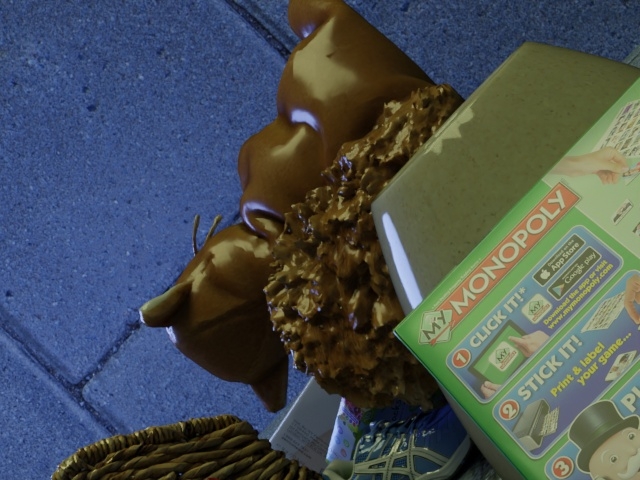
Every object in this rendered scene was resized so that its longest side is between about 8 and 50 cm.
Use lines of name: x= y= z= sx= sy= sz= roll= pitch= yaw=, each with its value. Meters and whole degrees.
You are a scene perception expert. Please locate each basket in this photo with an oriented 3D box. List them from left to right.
basket: x=-0.154 y=0.306 z=1.225 sx=0.213 sy=0.223 sz=0.299 roll=-48 pitch=-15 yaw=-51

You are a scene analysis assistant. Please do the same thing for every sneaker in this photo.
sneaker: x=0.081 y=0.205 z=1.149 sx=0.211 sy=0.081 sz=0.080 roll=-47 pitch=0 yaw=30

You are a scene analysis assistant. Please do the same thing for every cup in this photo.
cup: x=0.179 y=-0.007 z=0.884 sx=0.331 sy=0.237 sz=0.331 roll=-46 pitch=0 yaw=0

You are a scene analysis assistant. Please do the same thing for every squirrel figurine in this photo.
squirrel figurine: x=0.000 y=0.000 z=1.164 sx=0.370 sy=0.281 sz=0.397 roll=-46 pitch=27 yaw=4

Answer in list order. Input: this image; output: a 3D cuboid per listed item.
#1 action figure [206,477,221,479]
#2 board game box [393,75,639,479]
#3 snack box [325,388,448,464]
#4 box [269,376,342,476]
action figure: x=-0.072 y=0.338 z=0.915 sx=0.139 sy=0.091 sz=0.280 roll=9 pitch=83 yaw=61
board game box: x=0.211 y=0.005 z=0.658 sx=0.317 sy=0.046 sz=0.213 roll=-46 pitch=42 yaw=5
snack box: x=0.076 y=0.182 z=1.257 sx=0.141 sy=0.037 sz=0.100 roll=-19 pitch=-46 yaw=-37
box: x=0.075 y=0.144 z=1.431 sx=0.311 sy=0.121 sz=0.148 roll=-58 pitch=-6 yaw=32
